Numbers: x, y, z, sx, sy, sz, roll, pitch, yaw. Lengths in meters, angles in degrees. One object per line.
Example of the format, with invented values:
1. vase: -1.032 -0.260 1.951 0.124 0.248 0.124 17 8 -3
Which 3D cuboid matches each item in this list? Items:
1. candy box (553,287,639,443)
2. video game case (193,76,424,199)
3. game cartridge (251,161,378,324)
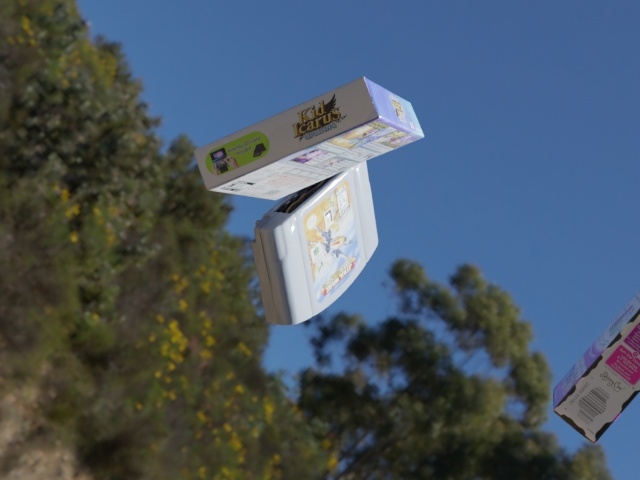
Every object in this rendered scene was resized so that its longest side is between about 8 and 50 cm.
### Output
1. candy box: 0.398 0.139 1.594 0.071 0.233 0.159 39 10 6
2. video game case: -0.008 -0.130 1.668 0.269 0.244 0.061 3 67 -74
3. game cartridge: 0.000 0.000 1.976 0.062 0.297 0.198 4 -60 33
